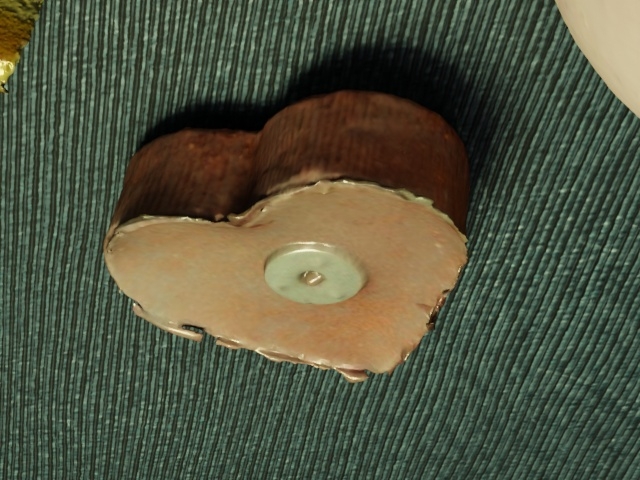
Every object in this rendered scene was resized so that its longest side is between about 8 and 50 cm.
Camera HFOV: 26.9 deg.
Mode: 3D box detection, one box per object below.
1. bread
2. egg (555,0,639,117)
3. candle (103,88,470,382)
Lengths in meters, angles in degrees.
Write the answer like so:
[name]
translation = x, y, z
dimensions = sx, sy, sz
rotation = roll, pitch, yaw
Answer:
[bread]
translation = -0.274, -0.136, 1.042
dimensions = 0.065, 0.103, 0.187
rotation = 34, 133, -20
[egg]
translation = 0.301, -0.179, 0.766
dimensions = 0.354, 0.340, 0.354
rotation = 3, 132, 3
[candle]
translation = 0.000, 0.000, 1.123
dimensions = 0.317, 0.131, 0.287
rotation = -13, 137, 31
